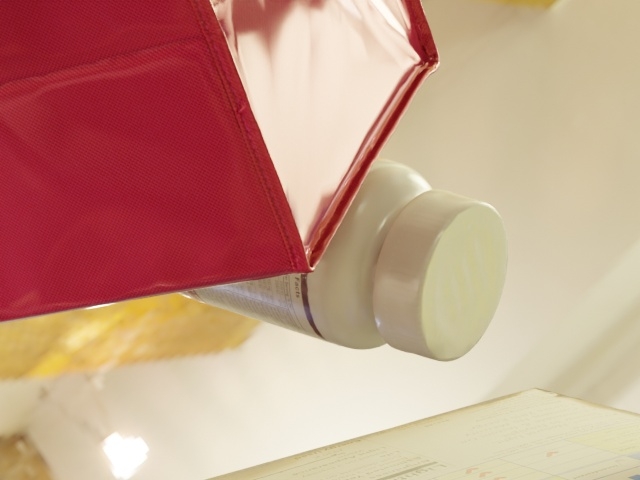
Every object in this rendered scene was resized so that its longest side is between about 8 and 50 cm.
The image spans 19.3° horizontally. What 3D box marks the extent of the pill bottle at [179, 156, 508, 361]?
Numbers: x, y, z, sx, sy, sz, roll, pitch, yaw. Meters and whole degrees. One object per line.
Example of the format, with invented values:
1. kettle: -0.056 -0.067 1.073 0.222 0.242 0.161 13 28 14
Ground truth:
1. pill bottle: 0.000 0.000 1.191 0.121 0.221 0.121 -26 -57 -48

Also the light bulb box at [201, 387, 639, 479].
1. light bulb box: 0.110 0.268 1.332 0.357 0.225 0.361 -13 8 -22

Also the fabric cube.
1. fabric cube: -0.120 -0.126 0.979 0.258 0.259 0.254 -10 24 24
